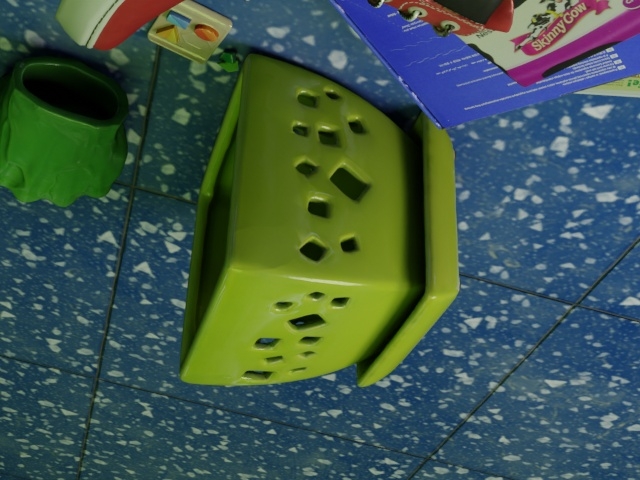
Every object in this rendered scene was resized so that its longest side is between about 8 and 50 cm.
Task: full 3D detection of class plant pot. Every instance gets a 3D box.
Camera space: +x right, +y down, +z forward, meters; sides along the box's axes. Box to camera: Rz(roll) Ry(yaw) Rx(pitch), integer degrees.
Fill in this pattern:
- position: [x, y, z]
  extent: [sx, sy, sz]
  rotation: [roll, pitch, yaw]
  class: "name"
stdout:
- position: [0.000, 0.000, 0.987]
  extent: [0.207, 0.228, 0.227]
  rotation: [9, 147, -13]
  class: "plant pot"

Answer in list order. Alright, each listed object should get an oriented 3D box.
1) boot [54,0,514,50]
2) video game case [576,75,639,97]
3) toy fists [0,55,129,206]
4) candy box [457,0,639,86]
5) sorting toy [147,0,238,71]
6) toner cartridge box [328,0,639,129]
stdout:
- position: [-0.007, -0.129, 0.532]
  extent: [0.176, 0.088, 0.244]
  rotation: [36, 137, -25]
  class: "boot"
- position: [0.304, -0.175, 0.817]
  extent: [0.212, 0.023, 0.193]
  rotation: [4, 146, 7]
  class: "video game case"
- position: [-0.310, -0.123, 0.997]
  extent: [0.279, 0.096, 0.142]
  rotation: [21, 135, -13]
  class: "toy fists"
- position: [0.151, -0.220, 0.593]
  extent: [0.159, 0.233, 0.071]
  rotation: [-24, 140, 39]
  class: "candy box"
- position: [-0.101, -0.172, 0.936]
  extent: [0.083, 0.012, 0.062]
  rotation: [24, 144, -19]
  class: "sorting toy"
- position: [0.187, -0.189, 0.735]
  extent: [0.348, 0.075, 0.165]
  rotation: [-12, 138, 39]
  class: "toner cartridge box"
